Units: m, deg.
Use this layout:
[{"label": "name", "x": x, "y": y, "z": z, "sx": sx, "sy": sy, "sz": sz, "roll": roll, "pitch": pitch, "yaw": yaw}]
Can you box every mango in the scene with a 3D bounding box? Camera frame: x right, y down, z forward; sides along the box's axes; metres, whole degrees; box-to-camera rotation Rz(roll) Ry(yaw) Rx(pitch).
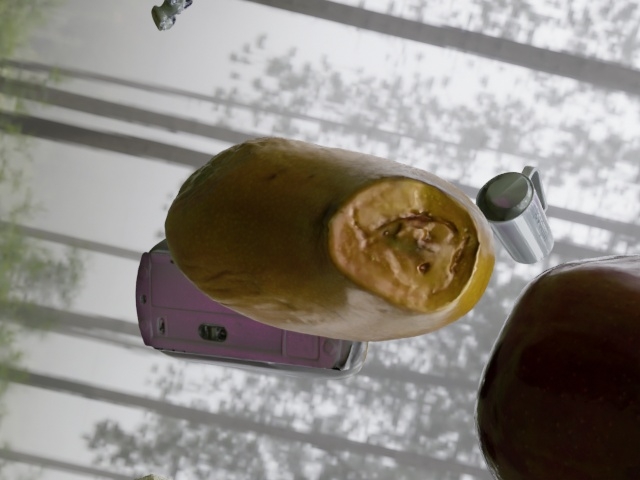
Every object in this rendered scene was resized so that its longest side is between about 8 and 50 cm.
[{"label": "mango", "x": 0.004, "y": 0.001, "z": 0.839, "sx": 0.359, "sy": 0.187, "sz": 0.144, "roll": 10, "pitch": -95, "yaw": 54}]

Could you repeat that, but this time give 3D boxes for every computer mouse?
[{"label": "computer mouse", "x": -0.076, "y": 0.073, "z": 1.282, "sx": 0.072, "sy": 0.310, "sz": 0.158, "roll": -10, "pitch": 101, "yaw": -59}]

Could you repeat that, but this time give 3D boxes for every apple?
[{"label": "apple", "x": 0.293, "y": 0.150, "z": 0.941, "sx": 0.317, "sy": 0.288, "sz": 0.288, "roll": 14, "pitch": -88, "yaw": 53}]

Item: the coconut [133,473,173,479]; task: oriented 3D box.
[{"label": "coconut", "x": -0.186, "y": 0.376, "z": 1.415, "sx": 0.147, "sy": 0.153, "sz": 0.147, "roll": -59, "pitch": -163, "yaw": 30}]

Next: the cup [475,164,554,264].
[{"label": "cup", "x": 0.252, "y": -0.038, "z": 1.412, "sx": 0.104, "sy": 0.074, "sz": 0.116, "roll": -61, "pitch": 139, "yaw": -19}]

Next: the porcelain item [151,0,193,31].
[{"label": "porcelain item", "x": -0.119, "y": -0.243, "z": 1.033, "sx": 0.021, "sy": 0.075, "sz": 0.136, "roll": 61, "pitch": -15, "yaw": 15}]
